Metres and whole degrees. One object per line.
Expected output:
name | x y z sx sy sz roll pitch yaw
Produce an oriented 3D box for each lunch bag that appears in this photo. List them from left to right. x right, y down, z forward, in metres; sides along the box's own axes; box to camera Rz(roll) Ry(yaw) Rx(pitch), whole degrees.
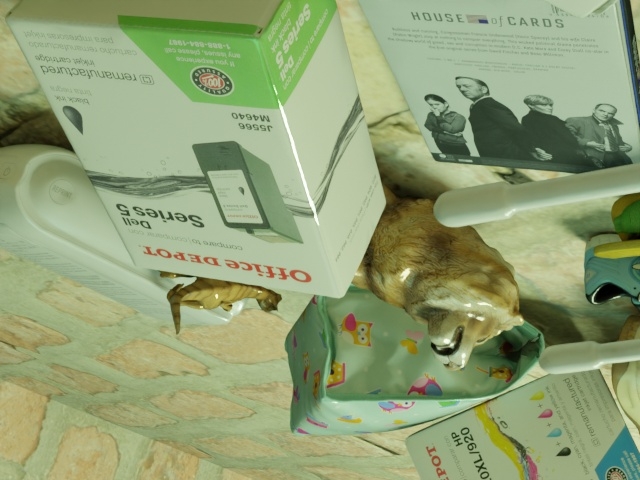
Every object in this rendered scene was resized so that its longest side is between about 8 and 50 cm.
lunch bag | 0.105 0.137 1.272 0.262 0.160 0.223 -1 161 -11

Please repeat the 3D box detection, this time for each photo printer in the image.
photo printer | -0.255 -0.009 1.253 0.307 0.107 0.256 29 165 -26

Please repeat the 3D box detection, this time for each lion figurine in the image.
lion figurine | 0.000 0.000 1.101 0.392 0.142 0.240 18 172 42

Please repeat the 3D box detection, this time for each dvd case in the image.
dvd case | 0.139 -0.118 0.794 0.179 0.029 0.238 8 157 24

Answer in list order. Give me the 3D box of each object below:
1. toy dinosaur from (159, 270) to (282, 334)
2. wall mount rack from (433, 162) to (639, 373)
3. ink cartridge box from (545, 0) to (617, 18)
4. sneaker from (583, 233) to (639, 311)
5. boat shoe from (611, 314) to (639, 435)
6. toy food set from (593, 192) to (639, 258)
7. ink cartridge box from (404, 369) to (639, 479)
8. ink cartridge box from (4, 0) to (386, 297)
toy dinosaur | -0.118 0.048 1.114 0.112 0.064 0.211 8 -174 32
wall mount rack | 0.237 -0.036 0.559 0.130 0.304 0.350 47 180 38
ink cartridge box | 0.083 -0.213 0.506 0.219 0.092 0.160 23 159 -15
sneaker | 0.309 0.036 0.983 0.162 0.073 0.063 -4 150 45
boat shoe | 0.429 0.192 1.228 0.123 0.123 0.342 4 149 34
toy food set | 0.313 -0.026 0.852 0.128 0.071 0.218 3 174 -39
ink cartridge box | 0.243 0.257 1.270 0.233 0.171 0.168 -26 168 10
ink cartridge box | -0.079 -0.090 0.832 0.198 0.114 0.273 8 142 22
